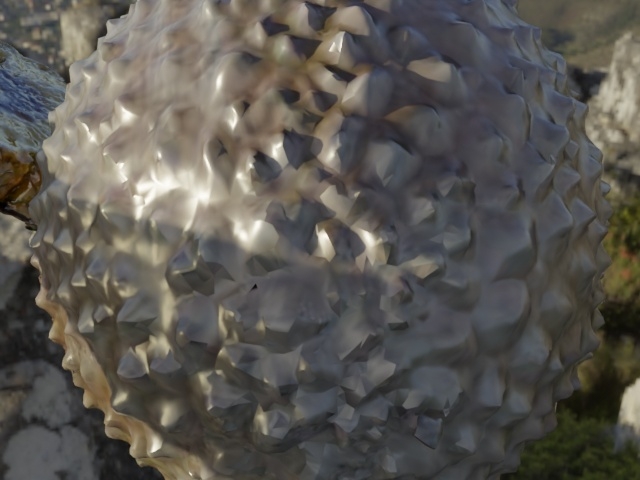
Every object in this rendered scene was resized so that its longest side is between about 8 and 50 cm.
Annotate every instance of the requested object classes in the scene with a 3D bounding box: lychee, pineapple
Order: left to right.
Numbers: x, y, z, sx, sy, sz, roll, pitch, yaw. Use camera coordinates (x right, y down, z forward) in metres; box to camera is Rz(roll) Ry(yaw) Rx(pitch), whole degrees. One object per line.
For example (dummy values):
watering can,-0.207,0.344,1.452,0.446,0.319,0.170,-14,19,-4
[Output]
pineapple,-0.213,-0.088,0.705,0.221,0.047,0.221,33,18,-12
lychee,-0.005,-0.003,0.522,0.300,0.300,0.300,1,34,-1

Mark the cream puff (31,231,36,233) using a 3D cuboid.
cream puff,-0.172,-0.040,0.921,0.116,0.146,0.146,10,22,-42
